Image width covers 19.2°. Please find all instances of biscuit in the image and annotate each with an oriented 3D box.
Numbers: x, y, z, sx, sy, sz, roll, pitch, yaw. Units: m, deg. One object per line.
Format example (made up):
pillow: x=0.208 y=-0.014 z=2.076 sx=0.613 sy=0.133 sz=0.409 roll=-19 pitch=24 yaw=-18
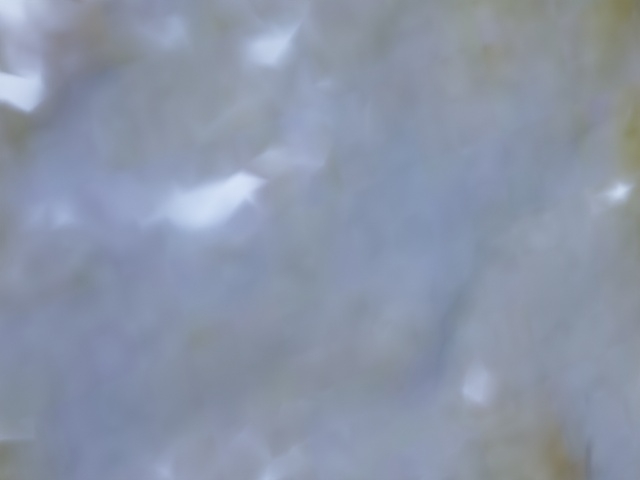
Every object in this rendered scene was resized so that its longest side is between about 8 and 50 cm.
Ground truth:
biscuit: x=-0.001 y=0.000 z=0.715 sx=0.429 sy=0.104 sz=0.446 roll=-30 pitch=113 yaw=-23
